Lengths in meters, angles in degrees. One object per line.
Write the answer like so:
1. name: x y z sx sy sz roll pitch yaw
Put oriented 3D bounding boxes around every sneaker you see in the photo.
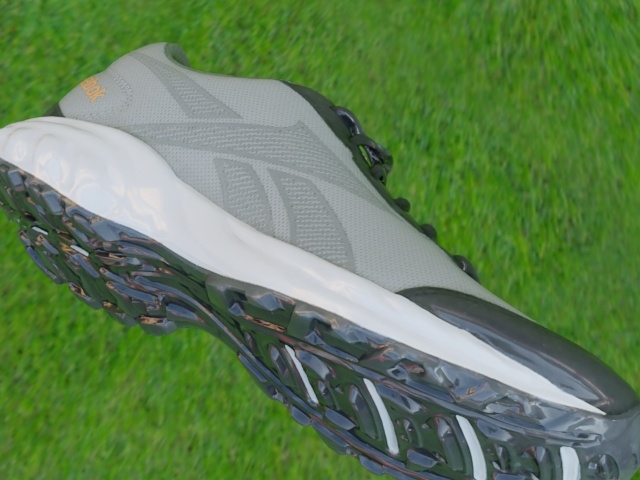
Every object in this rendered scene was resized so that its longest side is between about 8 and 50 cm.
1. sneaker: 0.000 0.000 0.551 0.272 0.108 0.100 29 155 31
